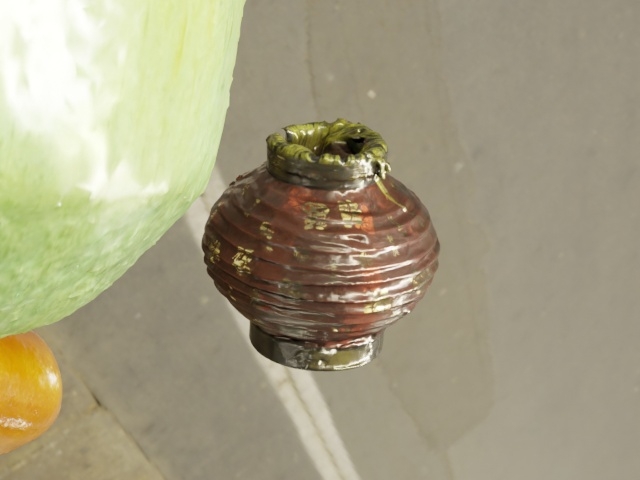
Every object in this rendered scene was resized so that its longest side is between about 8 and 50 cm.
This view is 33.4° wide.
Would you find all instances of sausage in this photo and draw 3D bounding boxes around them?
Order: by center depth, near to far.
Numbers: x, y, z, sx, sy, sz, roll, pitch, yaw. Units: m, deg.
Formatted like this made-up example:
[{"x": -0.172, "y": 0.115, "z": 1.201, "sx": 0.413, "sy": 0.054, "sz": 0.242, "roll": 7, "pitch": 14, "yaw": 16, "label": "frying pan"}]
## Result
[{"x": -0.250, "y": 0.087, "z": 0.698, "sx": 0.105, "sy": 0.105, "sz": 0.274, "roll": -43, "pitch": 165, "yaw": -2, "label": "sausage"}]

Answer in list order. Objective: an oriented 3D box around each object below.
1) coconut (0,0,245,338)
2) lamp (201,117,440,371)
[{"x": -0.171, "y": -0.125, "z": 0.409, "sx": 0.328, "sy": 0.328, "sz": 0.281, "roll": -46, "pitch": -170, "yaw": 4, "label": "coconut"}, {"x": 0.000, "y": 0.000, "z": 1.050, "sx": 0.247, "sy": 0.247, "sz": 0.247, "roll": -28, "pitch": 144, "yaw": -23, "label": "lamp"}]
